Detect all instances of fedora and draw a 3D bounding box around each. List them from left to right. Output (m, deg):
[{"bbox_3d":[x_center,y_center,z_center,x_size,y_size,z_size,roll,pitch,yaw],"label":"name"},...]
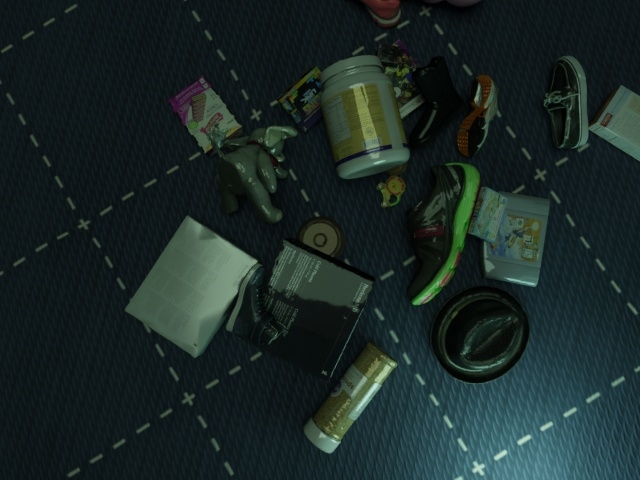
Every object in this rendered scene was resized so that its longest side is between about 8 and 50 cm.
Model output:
[{"bbox_3d":[0.521,0.303,1.439,0.335,0.152,0.333,0,86,2],"label":"fedora"}]

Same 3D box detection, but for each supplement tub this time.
[{"bbox_3d":[0.133,-0.382,1.446,0.241,0.241,0.330,-14,89,1],"label":"supplement tub"}]

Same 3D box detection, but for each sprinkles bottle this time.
[{"bbox_3d":[0.096,0.498,1.458,0.121,0.121,0.355,37,87,5],"label":"sprinkles bottle"}]

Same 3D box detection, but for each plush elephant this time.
[{"bbox_3d":[-0.205,-0.254,1.485,0.255,0.272,0.329,-40,122,-35],"label":"plush elephant"}]

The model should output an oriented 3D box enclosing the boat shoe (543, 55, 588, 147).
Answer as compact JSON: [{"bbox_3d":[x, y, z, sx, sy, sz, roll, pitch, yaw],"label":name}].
[{"bbox_3d":[0.797,-0.455,1.505,0.105,0.113,0.305,-7,95,-12],"label":"boat shoe"}]

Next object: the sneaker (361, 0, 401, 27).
[{"bbox_3d":[0.154,-0.873,1.552,0.314,0.136,0.116,39,87,5],"label":"sneaker"}]

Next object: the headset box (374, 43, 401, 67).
[{"bbox_3d":[0.225,-0.626,1.541,0.084,0.032,0.062,11,84,2],"label":"headset box"}]

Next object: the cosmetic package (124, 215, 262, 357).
[{"bbox_3d":[-0.417,0.150,1.519,0.285,0.097,0.377,33,88,6],"label":"cosmetic package"}]

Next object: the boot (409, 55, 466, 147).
[{"bbox_3d":[0.345,-0.455,1.491,0.246,0.094,0.207,-42,117,-7],"label":"boot"}]

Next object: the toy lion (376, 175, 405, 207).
[{"bbox_3d":[0.245,-0.168,1.550,0.096,0.034,0.100,-13,85,-6],"label":"toy lion"}]

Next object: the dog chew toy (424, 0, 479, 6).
[{"bbox_3d":[0.402,-0.892,1.518,0.332,0.206,0.206,4,86,10],"label":"dog chew toy"}]

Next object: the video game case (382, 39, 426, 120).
[{"bbox_3d":[0.258,-0.538,1.569,0.210,0.042,0.232,-36,85,-2],"label":"video game case"}]

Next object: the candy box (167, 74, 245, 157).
[{"bbox_3d":[-0.394,-0.427,1.575,0.159,0.071,0.233,-37,86,-1],"label":"candy box"}]

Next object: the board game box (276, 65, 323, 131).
[{"bbox_3d":[-0.041,-0.478,1.541,0.170,0.048,0.141,-44,118,-1],"label":"board game box"}]

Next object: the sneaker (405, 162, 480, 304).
[{"bbox_3d":[0.367,-0.023,1.482,0.203,0.185,0.482,17,83,22],"label":"sneaker"}]

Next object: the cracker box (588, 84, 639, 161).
[{"bbox_3d":[1.038,-0.382,1.511,0.232,0.067,0.155,35,87,4],"label":"cracker box"}]

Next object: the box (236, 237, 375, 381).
[{"bbox_3d":[-0.038,0.209,1.444,0.313,0.179,0.343,26,93,5],"label":"box"}]

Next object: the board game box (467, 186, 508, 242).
[{"bbox_3d":[0.535,-0.081,1.454,0.104,0.026,0.154,20,86,-28],"label":"board game box"}]

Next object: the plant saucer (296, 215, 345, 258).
[{"bbox_3d":[0.000,0.000,1.547,0.169,0.029,0.168,0,87,2],"label":"plant saucer"}]

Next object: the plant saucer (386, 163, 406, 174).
[{"bbox_3d":[0.252,-0.263,1.562,0.084,0.015,0.083,0,86,3],"label":"plant saucer"}]

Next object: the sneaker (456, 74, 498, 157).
[{"bbox_3d":[0.543,-0.406,1.523,0.099,0.121,0.262,25,111,41],"label":"sneaker"}]

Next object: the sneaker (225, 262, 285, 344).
[{"bbox_3d":[-0.162,0.192,1.315,0.164,0.086,0.226,24,103,16],"label":"sneaker"}]

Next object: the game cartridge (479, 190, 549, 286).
[{"bbox_3d":[0.634,-0.009,1.509,0.198,0.062,0.296,10,86,-1],"label":"game cartridge"}]
